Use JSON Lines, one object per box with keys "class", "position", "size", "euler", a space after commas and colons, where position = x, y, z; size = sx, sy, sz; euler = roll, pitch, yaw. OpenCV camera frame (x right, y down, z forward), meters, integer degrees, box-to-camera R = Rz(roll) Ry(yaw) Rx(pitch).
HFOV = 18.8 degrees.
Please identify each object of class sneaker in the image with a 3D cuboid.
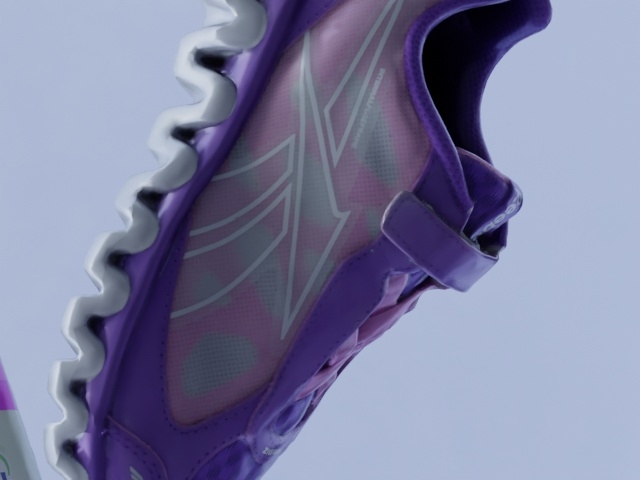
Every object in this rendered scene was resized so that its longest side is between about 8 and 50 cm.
{"class": "sneaker", "position": [0.000, 0.000, 0.556], "size": [0.104, 0.095, 0.236], "euler": [17, -93, 18]}

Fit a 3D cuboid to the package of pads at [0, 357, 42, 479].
{"class": "package of pads", "position": [-0.231, 0.152, 0.806], "size": [0.296, 0.101, 0.229], "euler": [-2, -113, -53]}
